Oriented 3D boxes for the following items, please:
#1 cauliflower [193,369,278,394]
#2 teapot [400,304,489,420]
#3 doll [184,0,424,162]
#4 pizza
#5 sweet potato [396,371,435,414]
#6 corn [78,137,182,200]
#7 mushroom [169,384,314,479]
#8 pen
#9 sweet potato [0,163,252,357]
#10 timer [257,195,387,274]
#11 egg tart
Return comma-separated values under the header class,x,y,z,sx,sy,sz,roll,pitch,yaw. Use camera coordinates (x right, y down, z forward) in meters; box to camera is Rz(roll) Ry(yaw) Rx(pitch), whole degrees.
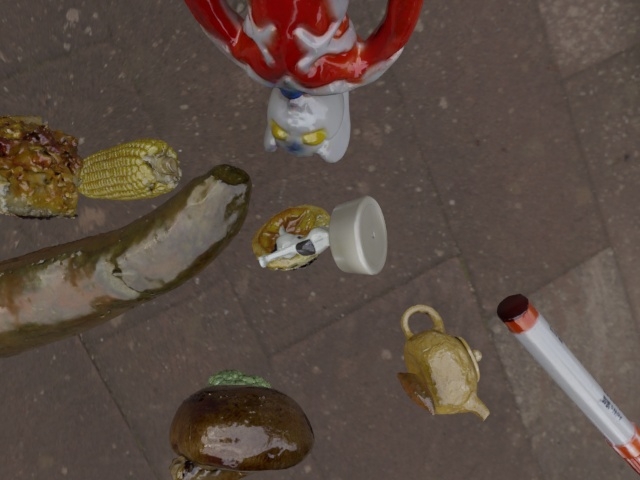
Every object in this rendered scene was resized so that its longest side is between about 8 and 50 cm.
class,x,y,z,sx,sy,sz,roll,pitch,yaw
cauliflower,-0.229,0.490,1.761,0.275,0.272,0.250,32,121,-6
teapot,0.301,0.287,1.585,0.166,0.203,0.311,-21,64,-9
doll,-0.018,-0.177,0.497,0.188,0.384,0.099,14,68,9
pizza,-0.383,-0.107,0.875,0.161,0.305,0.086,21,103,-23
sweet potato,0.153,0.235,1.044,0.034,0.095,0.034,-22,134,-24
corn,-0.397,-0.137,1.356,0.119,0.321,0.119,7,80,-48
mushroom,-0.064,0.162,0.545,0.127,0.127,0.087,8,80,-22
pen,0.211,0.122,0.526,0.239,0.028,0.028,45,80,-26
sweet potato,-0.159,0.024,0.466,0.273,0.075,0.075,-20,106,18
timer,0.000,0.000,1.517,0.175,0.265,0.175,22,65,-61
egg tart,-0.071,0.001,1.841,0.241,0.241,0.106,-38,131,-13
